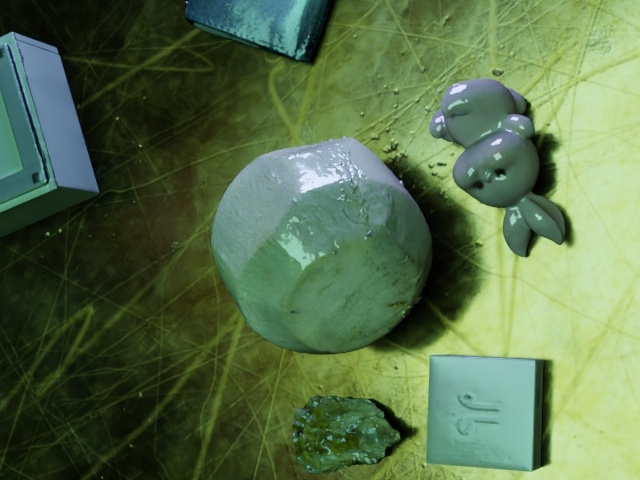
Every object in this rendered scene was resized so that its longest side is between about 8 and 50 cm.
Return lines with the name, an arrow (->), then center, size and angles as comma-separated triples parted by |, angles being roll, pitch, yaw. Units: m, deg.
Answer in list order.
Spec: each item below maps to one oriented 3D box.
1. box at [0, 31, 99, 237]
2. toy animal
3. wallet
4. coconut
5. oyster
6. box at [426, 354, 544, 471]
box -> -0.452, -0.132, 1.903 | 0.225, 0.117, 0.225 | -22, 78, 19
toy animal -> 0.211, -0.084, 1.631 | 0.124, 0.124, 0.212 | -27, 73, 18
wallet -> -0.031, -0.428, 1.792 | 0.190, 0.046, 0.379 | 22, 94, 21
coconut -> 0.000, 0.000, 1.648 | 0.245, 0.245, 0.247 | -48, 37, 12
oyster -> 0.025, 0.246, 1.728 | 0.146, 0.045, 0.121 | 33, 113, 21
box -> 0.196, 0.203, 1.649 | 0.129, 0.051, 0.130 | 1, 86, 22
